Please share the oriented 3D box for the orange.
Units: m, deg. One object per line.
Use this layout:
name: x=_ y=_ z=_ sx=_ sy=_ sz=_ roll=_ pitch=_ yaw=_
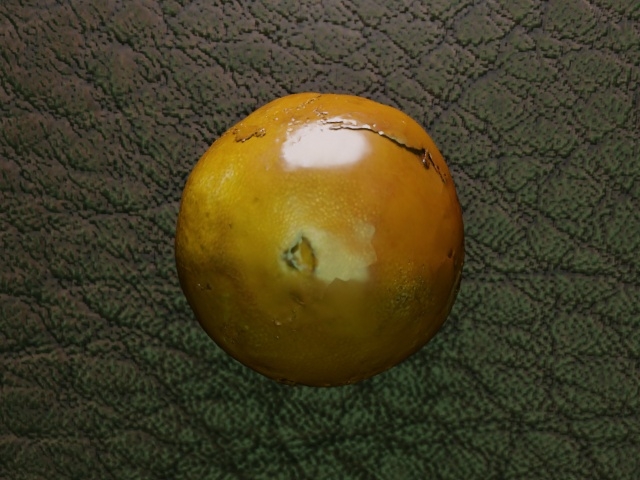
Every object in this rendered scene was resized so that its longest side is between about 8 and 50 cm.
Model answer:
orange: x=0.000 y=0.000 z=1.090 sx=0.240 sy=0.240 sz=0.240 roll=0 pitch=94 yaw=3
